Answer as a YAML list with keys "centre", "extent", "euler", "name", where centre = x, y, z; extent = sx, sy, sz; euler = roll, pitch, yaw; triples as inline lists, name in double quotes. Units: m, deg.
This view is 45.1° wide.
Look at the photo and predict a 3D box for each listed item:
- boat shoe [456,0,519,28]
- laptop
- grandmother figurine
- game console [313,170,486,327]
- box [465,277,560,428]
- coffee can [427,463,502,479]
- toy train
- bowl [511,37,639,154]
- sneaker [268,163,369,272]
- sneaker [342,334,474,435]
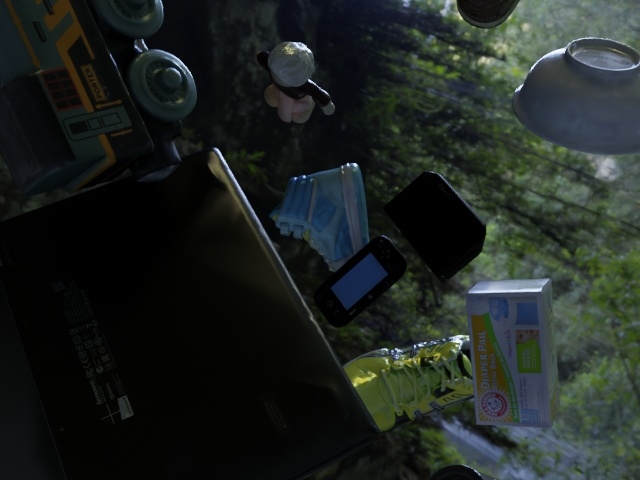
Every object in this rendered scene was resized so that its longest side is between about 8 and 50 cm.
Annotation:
- centre: [0.227, -0.359, 0.834]
  extent: [0.095, 0.095, 0.257]
  euler: [-7, -62, -76]
  name: "boat shoe"
- centre: [-0.214, 0.168, 0.810]
  extent: [0.408, 0.382, 0.236]
  euler: [-23, -30, -15]
  name: "laptop"
- centre: [-0.060, -0.329, 1.624]
  extent: [0.342, 0.208, 0.104]
  euler: [86, -150, -86]
  name: "grandmother figurine"
- centre: [0.145, 0.040, 1.512]
  extent: [0.361, 0.213, 0.044]
  euler: [-42, -40, 9]
  name: "game console"
- centre: [0.289, 0.167, 1.151]
  extent: [0.103, 0.114, 0.203]
  euler: [-19, -76, -65]
  name: "box"
- centre: [0.349, 0.579, 1.534]
  extent: [0.275, 0.201, 0.201]
  euler: [28, -89, -33]
  name: "coffee can"
- centre: [-0.255, -0.201, 0.746]
  extent: [0.190, 0.142, 0.334]
  euler: [-28, -84, -46]
  name: "toy train"
- centre: [0.527, -0.298, 1.479]
  extent: [0.298, 0.298, 0.134]
  euler: [-34, -38, -35]
  name: "bowl"
- centre: [0.000, 0.000, 1.652]
  extent: [0.127, 0.208, 0.319]
  euler: [-69, -27, -77]
  name: "sneaker"
- centre: [0.174, 0.230, 1.324]
  extent: [0.384, 0.145, 0.147]
  euler: [-15, -17, -30]
  name: "sneaker"
